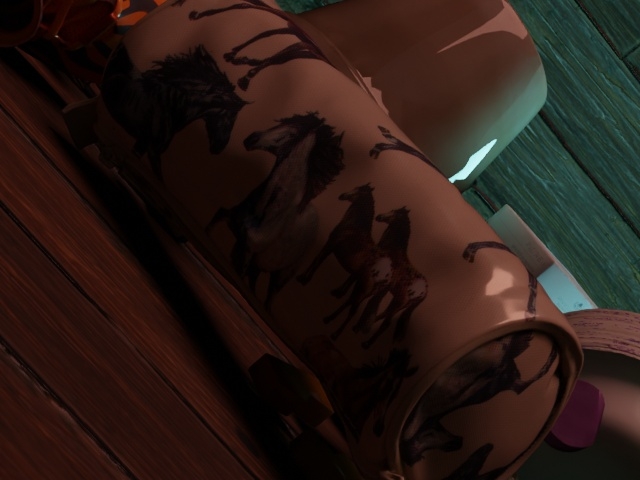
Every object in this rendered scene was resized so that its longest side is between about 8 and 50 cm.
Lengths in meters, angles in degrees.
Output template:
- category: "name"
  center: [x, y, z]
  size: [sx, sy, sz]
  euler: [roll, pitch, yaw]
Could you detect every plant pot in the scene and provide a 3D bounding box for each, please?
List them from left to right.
- category: "plant pot"
  center: [0.094, -0.164, 2.100]
  size: [0.323, 0.280, 0.323]
  euler: [53, -15, 20]

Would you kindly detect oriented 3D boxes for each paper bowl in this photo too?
- category: "paper bowl"
  center: [0.296, 0.224, 1.905]
  size: [0.284, 0.284, 0.148]
  euler: [50, 35, -9]

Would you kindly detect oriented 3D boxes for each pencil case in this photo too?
- category: "pencil case"
  center: [0.000, 0.000, 1.236]
  size: [0.410, 0.183, 0.160]
  euler: [49, -8, 34]

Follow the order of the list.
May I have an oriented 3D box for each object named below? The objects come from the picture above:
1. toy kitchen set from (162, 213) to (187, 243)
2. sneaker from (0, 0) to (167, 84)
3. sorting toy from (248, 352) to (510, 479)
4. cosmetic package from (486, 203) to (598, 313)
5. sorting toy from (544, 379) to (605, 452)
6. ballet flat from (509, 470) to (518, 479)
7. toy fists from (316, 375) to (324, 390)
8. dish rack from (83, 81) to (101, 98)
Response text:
- category: "toy kitchen set"
  center: [-0.050, -0.040, 1.517]
  size: [0.207, 0.122, 0.166]
  euler: [-101, 167, -58]
- category: "sneaker"
  center: [-0.203, -0.169, 1.291]
  size: [0.321, 0.124, 0.180]
  euler: [33, 19, -38]
- category: "sorting toy"
  center: [0.081, 0.180, 1.296]
  size: [0.307, 0.041, 0.229]
  euler: [30, 25, -47]
- category: "cosmetic package"
  center: [0.196, 0.104, 2.109]
  size: [0.138, 0.224, 0.224]
  euler: [46, 6, -19]
- category: "sorting toy"
  center: [0.105, 0.099, 1.779]
  size: [0.365, 0.127, 0.126]
  euler: [32, -19, -1]
- category: "ballet flat"
  center: [0.145, 0.215, 1.728]
  size: [0.241, 0.091, 0.077]
  euler: [28, 55, -66]
- category: "toy fists"
  center: [0.049, 0.096, 1.554]
  size: [0.142, 0.096, 0.279]
  euler: [57, 10, -36]
- category: "dish rack"
  center: [-0.161, -0.152, 1.674]
  size: [0.271, 0.074, 0.208]
  euler: [45, 7, -45]
